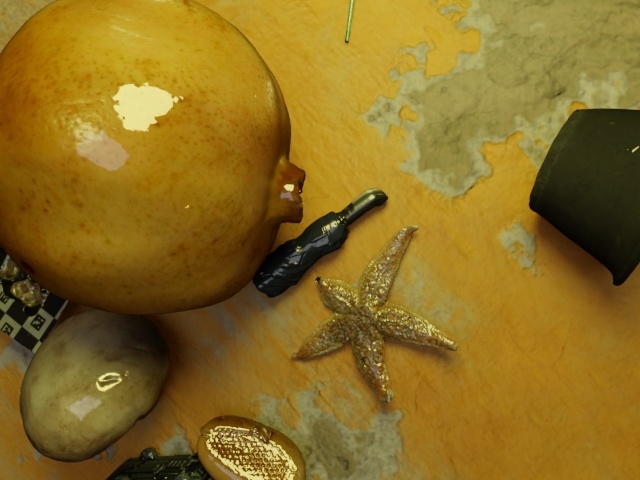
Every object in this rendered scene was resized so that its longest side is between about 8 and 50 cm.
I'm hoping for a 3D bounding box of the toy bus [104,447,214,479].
[{"bbox_3d":[-0.258,0.422,0.803,0.198,0.096,0.108,-7,96,13],"label":"toy bus"}]

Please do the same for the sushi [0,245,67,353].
[{"bbox_3d":[-0.514,0.067,0.855,0.215,0.050,0.192,25,82,15],"label":"sushi"}]

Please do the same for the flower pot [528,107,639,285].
[{"bbox_3d":[0.367,-0.077,0.612,0.148,0.235,0.236,29,98,29],"label":"flower pot"}]

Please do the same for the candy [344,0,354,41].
[{"bbox_3d":[0.052,-0.401,0.731,0.055,0.049,0.185,17,104,39],"label":"candy"}]

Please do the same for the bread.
[{"bbox_3d":[-0.111,0.353,0.770,0.189,0.077,0.114,24,63,12],"label":"bread"}]

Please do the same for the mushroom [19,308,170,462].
[{"bbox_3d":[-0.362,0.224,0.767,0.254,0.184,0.255,-13,61,24],"label":"mushroom"}]

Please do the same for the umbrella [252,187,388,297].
[{"bbox_3d":[-0.004,-0.005,0.751,0.248,0.071,0.071,-42,85,6],"label":"umbrella"}]

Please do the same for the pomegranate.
[{"bbox_3d":[-0.201,-0.097,0.630,0.415,0.416,0.418,1,93,11],"label":"pomegranate"}]

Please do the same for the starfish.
[{"bbox_3d":[0.092,0.121,0.744,0.231,0.048,0.295,41,98,17],"label":"starfish"}]
